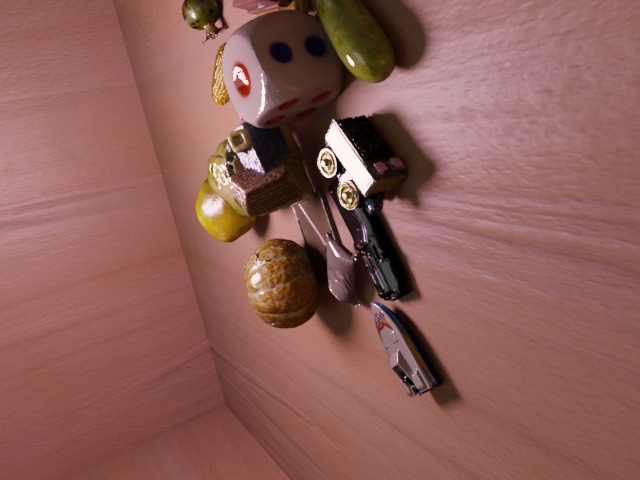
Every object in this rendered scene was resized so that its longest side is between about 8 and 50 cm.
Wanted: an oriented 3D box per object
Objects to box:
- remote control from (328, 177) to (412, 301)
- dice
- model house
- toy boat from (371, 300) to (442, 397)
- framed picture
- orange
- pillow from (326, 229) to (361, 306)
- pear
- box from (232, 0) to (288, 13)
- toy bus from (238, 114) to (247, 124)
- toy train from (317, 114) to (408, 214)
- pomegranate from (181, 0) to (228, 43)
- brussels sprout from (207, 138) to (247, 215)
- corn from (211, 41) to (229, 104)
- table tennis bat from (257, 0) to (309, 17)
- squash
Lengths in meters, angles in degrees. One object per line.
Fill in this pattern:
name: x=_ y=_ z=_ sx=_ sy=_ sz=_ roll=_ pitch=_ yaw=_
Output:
remote control: x=0.130 y=-0.013 z=1.497 sx=0.398 sy=0.062 sz=0.144 roll=65 pitch=153 yaw=11
dice: x=-0.105 y=-0.461 z=1.435 sx=0.243 sy=0.251 sz=0.259 roll=67 pitch=153 yaw=3
model house: x=-0.196 y=-0.224 z=1.618 sx=0.266 sy=0.261 sz=0.321 roll=-36 pitch=-77 yaw=-78
toy boat: x=0.223 y=0.304 z=1.503 sx=0.295 sy=0.088 sz=0.129 roll=61 pitch=152 yaw=17
framed picture: x=0.000 y=0.000 z=1.797 sx=0.240 sy=0.020 sz=0.324 roll=-19 pitch=90 yaw=63
orange: x=-0.139 y=0.156 z=1.880 sx=0.329 sy=0.249 sz=0.329 roll=169 pitch=90 yaw=-83
pillow: x=0.059 y=0.099 z=1.634 sx=0.169 sy=0.059 sz=0.255 roll=50 pitch=156 yaw=39
pear: x=-0.377 y=-0.148 z=2.161 sx=0.269 sy=0.269 sz=0.321 roll=30 pitch=115 yaw=52
box: x=-0.167 y=-0.764 z=1.474 sx=0.215 sy=0.086 sz=0.215 roll=26 pitch=113 yaw=55
toy bus: x=-0.257 y=-0.496 z=1.901 sx=0.077 sy=0.065 sz=0.192 roll=34 pitch=136 yaw=40
toy train: x=0.101 y=-0.198 z=1.361 sx=0.260 sy=0.134 sz=0.177 roll=58 pitch=142 yaw=22
pomegranate: x=-0.427 y=-0.830 z=1.936 sx=0.169 sy=0.148 sz=0.148 roll=53 pitch=161 yaw=-24
brussels sprout: x=-0.281 y=-0.243 z=1.913 sx=0.273 sy=0.243 sz=0.316 roll=54 pitch=151 yaw=26
corn: x=-0.355 y=-0.619 z=1.960 sx=0.101 sy=0.102 sz=0.310 roll=62 pitch=151 yaw=16
table tennis bat: x=-0.122 y=-0.665 z=1.552 sx=0.321 sy=0.050 sz=0.198 roll=23 pitch=125 yaw=59
squash: x=0.059 y=-0.519 z=1.239 sx=0.370 sy=0.118 sz=0.118 roll=62 pitch=152 yaw=20
